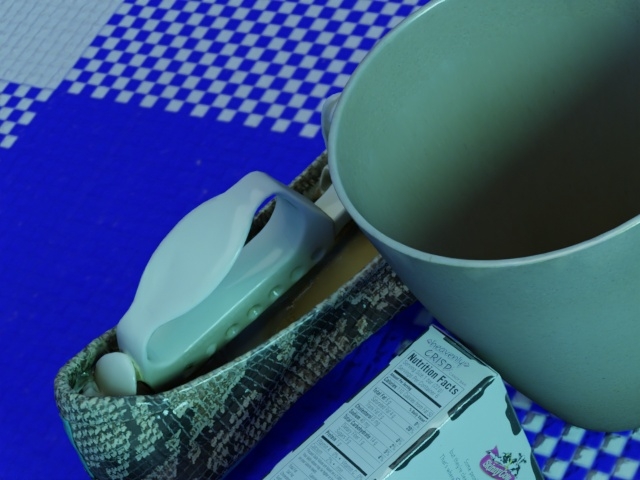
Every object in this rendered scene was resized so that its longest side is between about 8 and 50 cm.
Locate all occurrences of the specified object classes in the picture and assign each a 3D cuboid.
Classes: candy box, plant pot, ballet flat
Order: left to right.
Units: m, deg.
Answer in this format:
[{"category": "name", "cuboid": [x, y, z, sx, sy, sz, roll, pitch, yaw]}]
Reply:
[{"category": "ballet flat", "cuboid": [0.000, 0.000, 1.237, 0.483, 0.182, 0.164, -41, 45, -13]}, {"category": "candy box", "cuboid": [0.032, 0.188, 1.069, 0.233, 0.159, 0.071, -40, 47, -13]}, {"category": "plant pot", "cuboid": [0.168, 0.000, 1.091, 0.256, 0.274, 0.256, -13, 47, 14]}]
